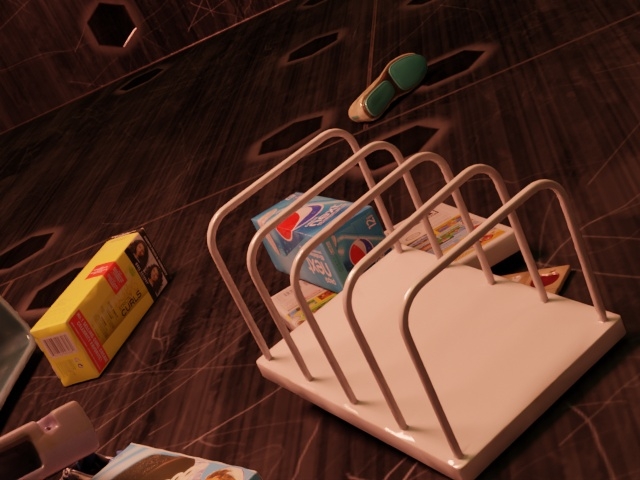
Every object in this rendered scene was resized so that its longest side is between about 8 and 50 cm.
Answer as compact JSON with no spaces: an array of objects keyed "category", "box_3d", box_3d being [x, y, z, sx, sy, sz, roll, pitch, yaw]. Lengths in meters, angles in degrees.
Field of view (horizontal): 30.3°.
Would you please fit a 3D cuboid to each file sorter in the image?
[{"category":"file sorter","box_3d":[0.066,0.034,0.979,0.193,0.173,0.277,-38,32,-23]}]

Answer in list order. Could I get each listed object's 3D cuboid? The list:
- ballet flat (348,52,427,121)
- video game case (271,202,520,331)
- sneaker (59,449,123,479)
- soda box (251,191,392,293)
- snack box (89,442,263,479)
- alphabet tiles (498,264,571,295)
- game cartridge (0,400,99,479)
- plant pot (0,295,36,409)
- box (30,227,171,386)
[{"category":"ballet flat","box_3d":[0.100,-0.238,1.828,0.168,0.057,0.052,-41,15,-34]},{"category":"video game case","box_3d":[0.070,0.036,1.222,0.227,0.026,0.206,-29,16,-10]},{"category":"sneaker","box_3d":[-0.220,0.222,1.103,0.135,0.058,0.052,-17,22,27]},{"category":"soda box","box_3d":[0.000,0.000,1.264,0.067,0.071,0.210,-31,17,-17]},{"category":"snack box","box_3d":[-0.197,0.289,0.909,0.187,0.060,0.322,-1,33,48]},{"category":"alphabet tiles","box_3d":[0.096,0.095,1.093,0.237,0.009,0.198,-12,26,37]},{"category":"game cartridge","box_3d":[-0.367,0.251,0.956,0.355,0.068,0.230,-26,-10,-32]},{"category":"plant pot","box_3d":[-0.544,0.152,1.432,0.252,0.247,0.248,-33,18,16]},{"category":"box","box_3d":[-0.269,0.078,1.474,0.058,0.087,0.232,-17,22,26]}]
